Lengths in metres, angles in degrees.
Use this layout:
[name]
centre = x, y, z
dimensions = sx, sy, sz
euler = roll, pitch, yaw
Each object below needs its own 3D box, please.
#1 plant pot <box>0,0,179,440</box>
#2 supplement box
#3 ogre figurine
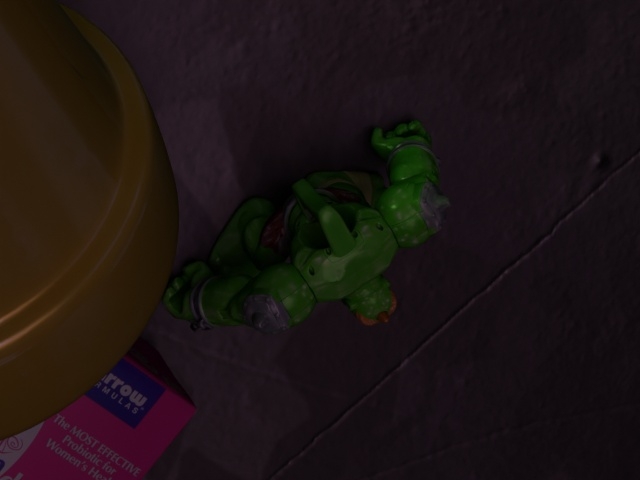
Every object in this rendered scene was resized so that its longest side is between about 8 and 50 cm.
[plant pot]
centre = -0.213, -0.058, 0.756
dimensions = 0.254, 0.254, 0.239
euler = -28, 148, -10
[supplement box]
centre = -0.194, 0.138, 0.949
dimensions = 0.111, 0.114, 0.220
euler = 39, 89, -25
[ogre figurine]
centre = 0.000, 0.000, 0.972
dimensions = 0.197, 0.118, 0.096
euler = -15, 111, -14
